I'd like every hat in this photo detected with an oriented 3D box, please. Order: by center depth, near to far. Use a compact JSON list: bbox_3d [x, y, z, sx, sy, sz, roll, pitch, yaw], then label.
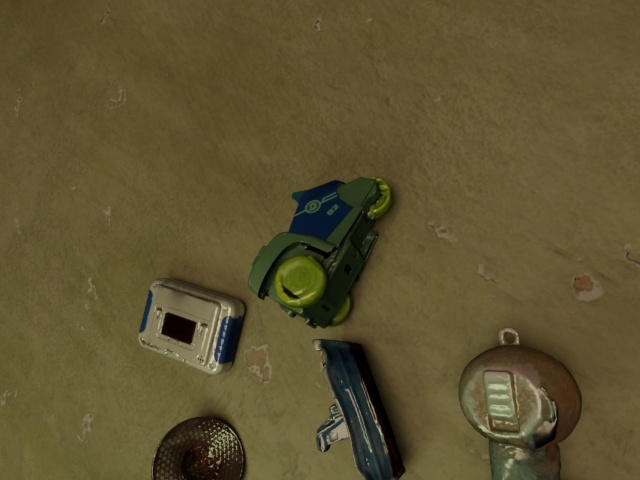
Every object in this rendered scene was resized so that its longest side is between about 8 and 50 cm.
[{"bbox_3d":[-0.267,0.492,1.009,0.193,0.082,0.192,5,66,-10],"label":"hat"}]

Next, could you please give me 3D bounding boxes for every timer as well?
[{"bbox_3d":[-0.309,0.195,1.065,0.254,0.078,0.178,12,88,24],"label":"timer"}]

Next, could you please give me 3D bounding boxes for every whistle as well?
[{"bbox_3d":[0.323,0.314,0.725,0.189,0.189,0.347,-7,76,22],"label":"whistle"}]

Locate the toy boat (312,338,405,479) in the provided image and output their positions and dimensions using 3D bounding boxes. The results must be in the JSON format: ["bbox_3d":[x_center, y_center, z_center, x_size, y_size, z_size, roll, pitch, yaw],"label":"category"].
[{"bbox_3d":[0.051,0.330,0.862,0.143,0.129,0.308,-22,73,4],"label":"toy boat"}]

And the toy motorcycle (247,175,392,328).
[{"bbox_3d":[0.000,0.000,0.920,0.200,0.191,0.326,21,76,28],"label":"toy motorcycle"}]
